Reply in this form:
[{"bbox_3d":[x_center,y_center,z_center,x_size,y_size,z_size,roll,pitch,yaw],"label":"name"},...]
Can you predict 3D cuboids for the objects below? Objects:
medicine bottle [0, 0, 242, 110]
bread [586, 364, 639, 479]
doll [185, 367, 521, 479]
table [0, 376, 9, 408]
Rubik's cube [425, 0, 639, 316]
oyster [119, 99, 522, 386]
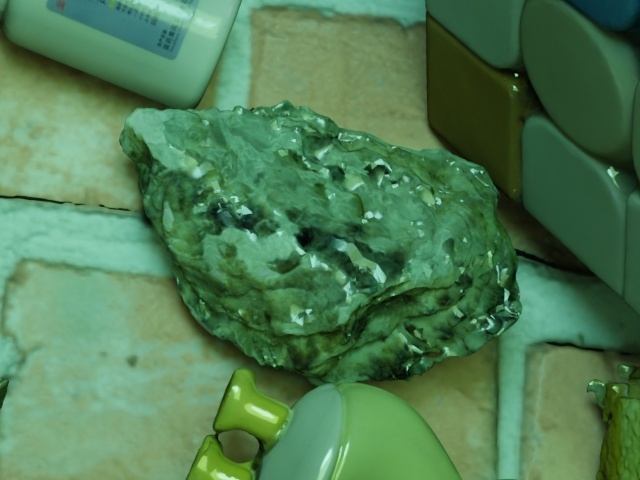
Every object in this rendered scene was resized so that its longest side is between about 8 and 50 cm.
[{"bbox_3d":[-0.154,-0.167,1.347,0.187,0.103,0.102,23,68,-7],"label":"medicine bottle"},{"bbox_3d":[0.255,0.167,1.329,0.127,0.147,0.152,20,75,-21],"label":"bread"},{"bbox_3d":[0.057,0.182,1.292,0.296,0.117,0.141,26,89,-19],"label":"doll"},{"bbox_3d":[-0.250,0.085,1.252,0.062,0.079,0.083,-39,84,-21],"label":"table"},{"bbox_3d":[0.295,-0.175,1.278,0.347,0.347,0.344,-27,49,-19],"label":"Rubik's cube"},{"bbox_3d":[0.000,0.000,1.330,0.268,0.112,0.198,0,72,-12],"label":"oyster"}]
